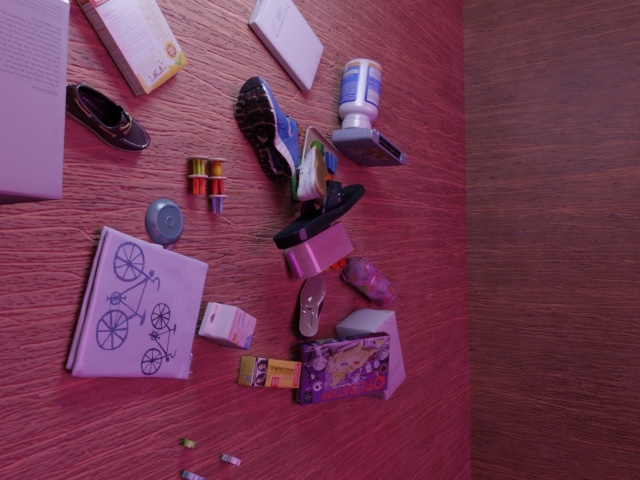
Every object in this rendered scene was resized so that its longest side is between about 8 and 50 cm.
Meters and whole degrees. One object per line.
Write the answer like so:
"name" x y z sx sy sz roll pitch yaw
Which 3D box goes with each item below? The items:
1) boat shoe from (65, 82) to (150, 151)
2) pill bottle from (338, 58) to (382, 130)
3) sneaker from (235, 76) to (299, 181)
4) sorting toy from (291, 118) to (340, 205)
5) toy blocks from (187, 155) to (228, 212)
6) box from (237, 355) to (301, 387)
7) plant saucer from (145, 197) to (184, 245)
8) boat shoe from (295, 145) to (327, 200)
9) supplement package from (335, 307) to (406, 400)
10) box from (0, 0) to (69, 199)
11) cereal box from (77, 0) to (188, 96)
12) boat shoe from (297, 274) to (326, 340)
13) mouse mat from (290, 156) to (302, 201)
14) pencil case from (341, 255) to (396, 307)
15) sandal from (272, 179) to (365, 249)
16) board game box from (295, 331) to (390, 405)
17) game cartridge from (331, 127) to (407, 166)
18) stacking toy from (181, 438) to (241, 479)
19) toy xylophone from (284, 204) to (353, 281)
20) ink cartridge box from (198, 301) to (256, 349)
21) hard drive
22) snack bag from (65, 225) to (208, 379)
"boat shoe" -0.459 -0.262 1.134 0.228 0.069 0.081 32 63 -51
"pill bottle" 0.148 -0.531 1.966 0.152 0.152 0.272 23 71 -54
"sneaker" -0.148 -0.344 1.570 0.147 0.130 0.330 -66 148 -43
"sorting toy" -0.023 -0.275 1.793 0.307 0.041 0.229 35 61 -51
"toy blocks" -0.299 -0.147 1.382 0.123 0.054 0.148 -5 93 -57
"box" -0.151 0.405 1.585 0.232 0.058 0.087 26 67 -53
"plant saucer" -0.380 -0.046 1.289 0.119 0.021 0.119 0 90 -56
"boat shoe" -0.038 -0.216 1.652 0.098 0.096 0.277 60 18 -28
"supplement package" 0.195 0.431 1.990 0.177 0.175 0.292 -29 113 -50
"box" -0.557 -0.240 0.859 0.168 0.215 0.345 5 85 -56
"cereal box" -0.428 -0.483 1.205 0.173 0.047 0.240 -56 133 -40
"boat shoe" -0.035 0.225 1.766 0.079 0.084 0.233 107 -5 -61
"mouse mat" -0.047 -0.213 1.799 0.190 0.007 0.152 -8 96 -57
"pencil case" 0.196 0.167 2.058 0.284 0.124 0.124 40 57 -47
"sandal" 0.005 -0.116 1.640 0.446 0.168 0.107 -41 110 -49
"board game box" 0.082 0.435 1.777 0.347 0.056 0.208 -3 104 -27
"game cartridge" 0.180 -0.346 1.966 0.297 0.198 0.062 21 72 -53
"stacking toy" -0.310 0.630 1.351 0.221 0.052 0.167 48 51 -43
"toy xylophone" 0.000 0.000 1.789 0.323 0.081 0.236 -17 89 -52
"ink cartridge box" -0.251 0.229 1.389 0.143 0.090 0.092 51 48 -59
"hard drive" -0.103 -0.669 1.695 0.307 0.040 0.203 42 56 -48
"snack bag" -0.409 0.163 1.230 0.342 0.037 0.323 26 69 -56
